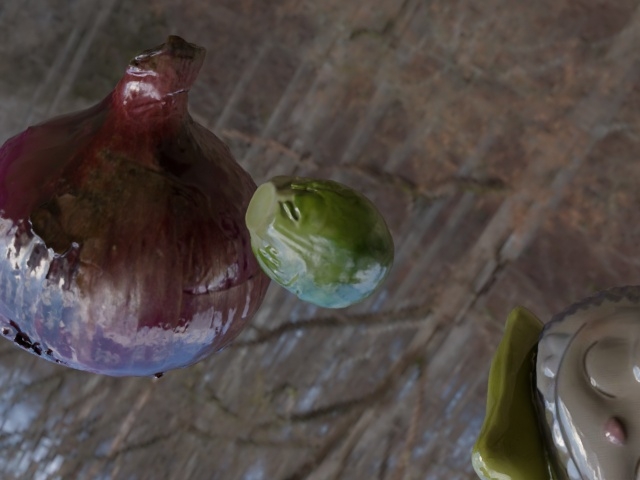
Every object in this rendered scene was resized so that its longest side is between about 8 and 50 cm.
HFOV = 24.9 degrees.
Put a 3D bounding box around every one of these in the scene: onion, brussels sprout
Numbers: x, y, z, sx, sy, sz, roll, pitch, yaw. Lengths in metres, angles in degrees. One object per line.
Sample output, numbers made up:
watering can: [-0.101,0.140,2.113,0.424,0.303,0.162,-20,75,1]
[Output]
onion: [-0.201,-0.051,1.565,0.348,0.385,0.347,15,-154,-7]
brussels sprout: [0.000,0.003,1.442,0.155,0.117,0.155,17,164,5]

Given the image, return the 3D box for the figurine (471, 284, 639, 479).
figurine: [0.363,0.198,1.282,0.361,0.378,0.266,58,-149,-39]
